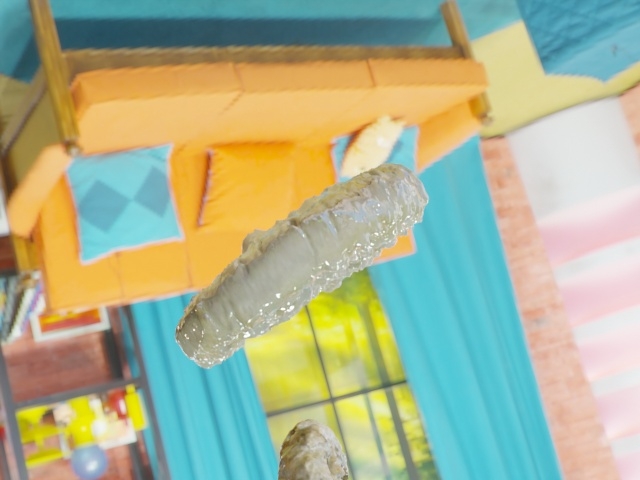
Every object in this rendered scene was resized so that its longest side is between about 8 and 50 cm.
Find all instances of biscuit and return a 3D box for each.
[{"bbox_3d":[0.000,0.000,0.919,0.281,0.084,0.179,-32,172,-31],"label":"biscuit"}]

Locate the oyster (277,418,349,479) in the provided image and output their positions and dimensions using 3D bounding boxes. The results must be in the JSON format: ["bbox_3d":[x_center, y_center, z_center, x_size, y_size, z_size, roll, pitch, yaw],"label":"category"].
[{"bbox_3d":[-0.010,0.174,0.492,0.106,0.061,0.200,-25,-149,-6],"label":"oyster"}]
